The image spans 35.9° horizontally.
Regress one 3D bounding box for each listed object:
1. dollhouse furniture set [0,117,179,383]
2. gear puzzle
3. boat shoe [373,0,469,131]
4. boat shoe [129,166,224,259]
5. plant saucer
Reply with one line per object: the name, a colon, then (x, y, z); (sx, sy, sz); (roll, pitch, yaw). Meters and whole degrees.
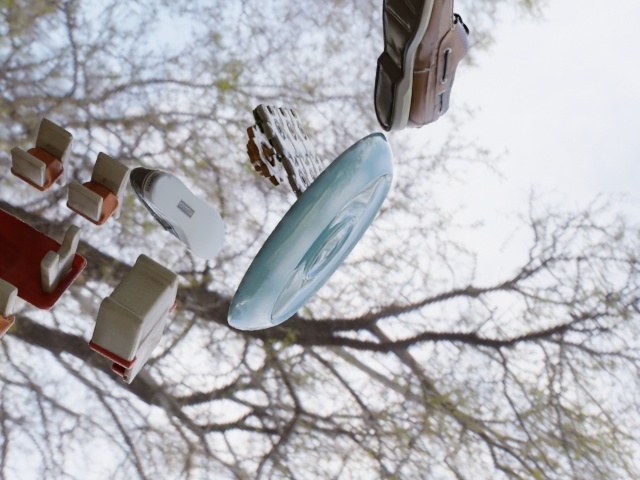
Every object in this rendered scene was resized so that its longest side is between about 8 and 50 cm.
dollhouse furniture set: (-0.292, 0.038, 1.072); (0.259, 0.135, 0.262); (30, -129, 3)
gear puzzle: (-0.052, -0.110, 1.412); (0.044, 0.339, 0.175); (-25, -89, 12)
boat shoe: (0.147, -0.287, 1.359); (0.104, 0.307, 0.111); (-10, -128, -17)
boat shoe: (-0.227, -0.048, 1.578); (0.070, 0.219, 0.078); (22, -111, 36)
plant saucer: (0.000, 0.000, 1.281); (0.043, 0.317, 0.317); (39, -92, 12)
